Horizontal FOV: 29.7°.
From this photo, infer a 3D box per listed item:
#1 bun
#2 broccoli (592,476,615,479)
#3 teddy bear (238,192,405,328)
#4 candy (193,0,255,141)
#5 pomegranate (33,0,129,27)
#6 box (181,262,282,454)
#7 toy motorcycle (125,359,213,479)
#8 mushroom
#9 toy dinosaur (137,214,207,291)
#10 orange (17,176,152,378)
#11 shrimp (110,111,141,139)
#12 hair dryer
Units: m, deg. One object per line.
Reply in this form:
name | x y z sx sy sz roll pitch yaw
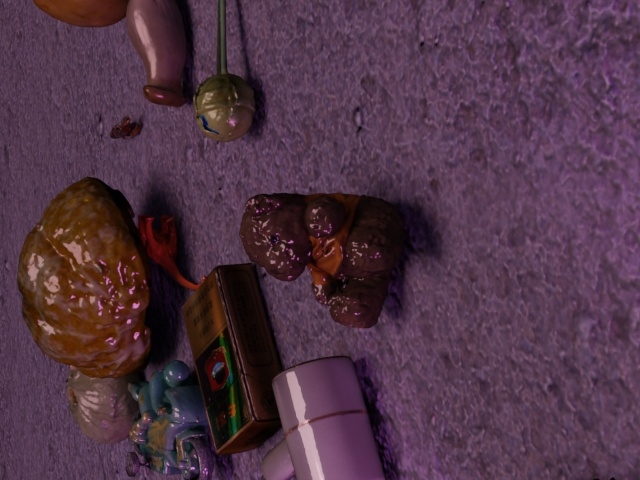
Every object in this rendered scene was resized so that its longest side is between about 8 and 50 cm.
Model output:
bun | -0.408 0.281 2.228 0.195 0.118 0.196 174 90 -66
broccoli | 0.174 0.340 1.036 0.248 0.245 0.288 33 128 45
teddy bear | 0.000 0.000 1.381 0.177 0.190 0.140 95 -173 -54
candy | -0.139 -0.304 1.724 0.093 0.092 0.336 49 -141 -76
pomegranate | -0.403 -0.474 2.033 0.233 0.233 0.233 12 104 60
box | -0.123 0.171 1.741 0.159 0.071 0.240 -46 54 51
toy motorcycle | -0.251 0.291 1.955 0.296 0.109 0.198 -2 90 60
mushroom | -0.257 -0.312 1.911 0.097 0.088 0.213 167 92 -71
toy dinosaur | -0.259 0.008 1.993 0.279 0.055 0.102 28 127 56
orange | -0.396 0.086 2.028 0.271 0.210 0.369 43 142 43
shrimp | -0.342 -0.198 2.136 0.092 0.038 0.029 -26 37 58
hair dryer | -0.024 0.286 1.574 0.357 0.107 0.173 125 134 -61
